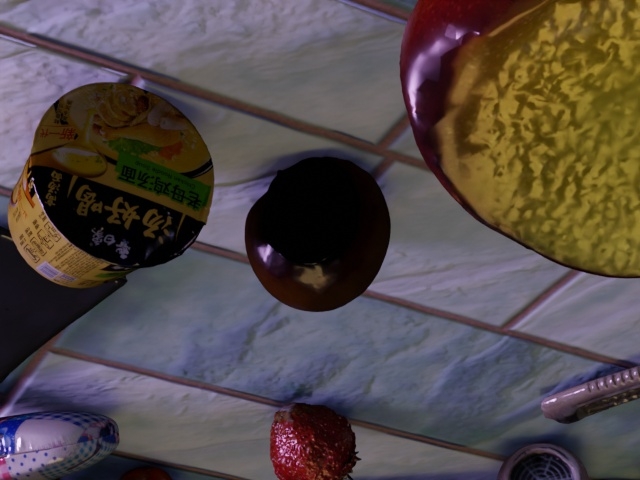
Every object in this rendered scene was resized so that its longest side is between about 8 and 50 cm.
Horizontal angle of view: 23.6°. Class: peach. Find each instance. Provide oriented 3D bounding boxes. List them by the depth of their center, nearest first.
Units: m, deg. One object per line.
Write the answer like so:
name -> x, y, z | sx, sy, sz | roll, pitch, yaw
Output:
peach -> 0.172, -0.107, 0.987 | 0.274, 0.248, 0.245 | 10, -174, -24

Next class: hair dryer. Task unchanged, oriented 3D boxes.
hair dryer -> 0.138, 0.309, 1.764 | 0.344, 0.107, 0.189 | 0, 147, 12

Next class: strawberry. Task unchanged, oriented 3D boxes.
strawberry -> -0.010, 0.215, 1.624 | 0.106, 0.106, 0.106 | 0, 147, 0

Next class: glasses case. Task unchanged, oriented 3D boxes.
glasses case -> -0.372, 0.232, 1.633 | 0.327, 0.076, 0.125 | -11, 177, 18

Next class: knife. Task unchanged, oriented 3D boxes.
knife -> 0.378, 0.130, 1.523 | 0.365, 0.043, 0.089 | -24, 139, 33

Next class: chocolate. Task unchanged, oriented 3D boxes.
chocolate -> 0.000, 0.000, 1.294 | 0.124, 0.127, 0.133 | 21, 169, 25

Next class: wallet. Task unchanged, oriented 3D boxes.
wallet -> -0.313, 0.068, 1.454 | 0.146, 0.030, 0.285 | 19, 144, -30

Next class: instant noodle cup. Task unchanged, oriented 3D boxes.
instant noodle cup -> -0.175, -0.034, 1.200 | 0.151, 0.151, 0.122 | 19, 152, -26

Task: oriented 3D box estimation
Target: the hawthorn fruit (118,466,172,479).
hawthorn fruit -> -0.202, 0.303, 1.764 | 0.093, 0.093, 0.093 | 0, 147, 0

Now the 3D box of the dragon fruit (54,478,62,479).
dragon fruit -> -0.345, 0.392, 1.732 | 0.291, 0.269, 0.250 | -11, 142, 43
